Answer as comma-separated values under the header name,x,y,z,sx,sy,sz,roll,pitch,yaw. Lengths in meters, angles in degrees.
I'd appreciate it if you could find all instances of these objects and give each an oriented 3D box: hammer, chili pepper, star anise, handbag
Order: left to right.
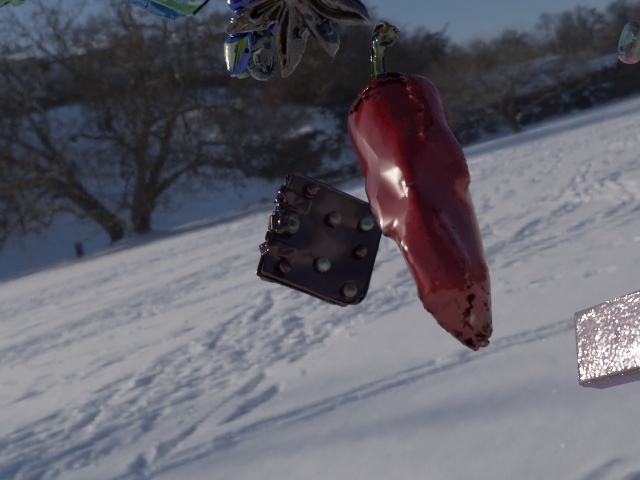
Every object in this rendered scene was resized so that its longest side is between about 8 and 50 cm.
name,x,y,z,sx,sy,sz,roll,pitch,yaw
star anise,-0.028,-0.334,1.102,0.230,0.262,0.081,29,43,21
handbag,0.002,0.000,1.573,0.216,0.203,0.074,23,-19,-20
chili pepper,0.097,-0.063,0.865,0.110,0.387,0.110,-9,-38,-7
hammer,0.410,-0.248,1.119,0.083,0.052,0.031,1,17,-46

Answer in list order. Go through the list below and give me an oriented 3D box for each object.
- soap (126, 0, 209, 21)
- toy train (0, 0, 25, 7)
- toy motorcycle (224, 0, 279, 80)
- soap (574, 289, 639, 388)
name,x,y,z,sx,sy,sz,roll,pitch,yaw
soap,-0.227,-0.500,1.533,0.156,0.077,0.293,14,-35,-42
toy train,-0.525,-0.481,1.421,0.272,0.179,0.442,-28,18,16
toy motorcycle,-0.141,-0.466,1.715,0.113,0.315,0.169,-5,-8,34
soap,0.675,0.216,1.917,0.081,0.181,0.259,12,-25,-24
